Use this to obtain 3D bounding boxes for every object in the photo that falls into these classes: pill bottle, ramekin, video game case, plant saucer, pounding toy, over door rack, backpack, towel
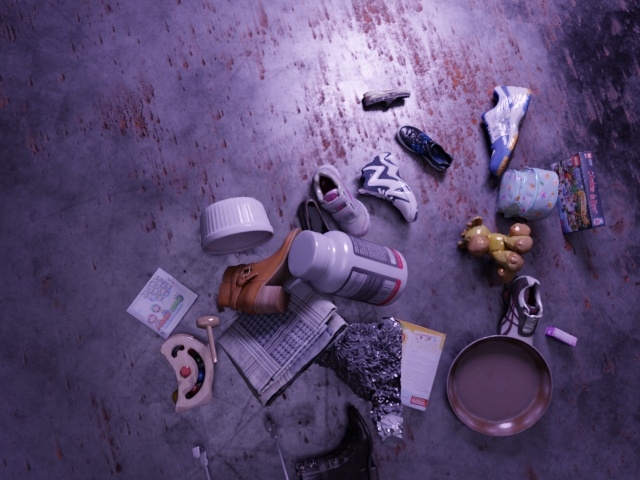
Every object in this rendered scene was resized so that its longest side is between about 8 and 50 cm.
[{"bbox_3d":[0.075,0.073,1.491,0.319,0.176,0.176,18,81,-34],"label":"pill bottle"},{"bbox_3d":[-0.243,-0.043,1.516,0.207,0.207,0.109,-12,77,-8],"label":"ramekin"},{"bbox_3d":[-0.459,0.183,1.553,0.143,0.019,0.157,36,81,-2],"label":"video game case"},{"bbox_3d":[0.534,0.432,1.607,0.311,0.050,0.310,0,96,3],"label":"plant saucer"},{"bbox_3d":[-0.369,0.341,1.474,0.154,0.155,0.269,6,83,-14],"label":"pounding toy"},{"bbox_3d":[-0.188,0.696,1.488,0.240,0.108,0.324,-21,73,-2],"label":"over door rack"},{"bbox_3d":[0.633,-0.142,1.628,0.144,0.188,0.165,13,88,-13],"label":"backpack"},{"bbox_3d":[-0.117,0.251,1.464,0.312,0.324,0.056,-44,131,-9],"label":"towel"}]

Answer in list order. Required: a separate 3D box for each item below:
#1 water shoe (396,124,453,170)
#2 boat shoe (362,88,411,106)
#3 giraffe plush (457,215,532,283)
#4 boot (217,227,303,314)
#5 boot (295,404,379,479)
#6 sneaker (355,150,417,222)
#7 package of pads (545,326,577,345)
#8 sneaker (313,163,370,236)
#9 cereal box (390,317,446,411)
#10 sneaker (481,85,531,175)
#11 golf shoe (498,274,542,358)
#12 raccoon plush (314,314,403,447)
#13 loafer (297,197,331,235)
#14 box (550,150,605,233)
[{"bbox_3d":[0.332,-0.302,1.671,0.203,0.080,0.073,36,81,-2],"label":"water shoe"},{"bbox_3d":[0.212,-0.448,1.689,0.152,0.056,0.049,-4,90,2],"label":"boat shoe"},{"bbox_3d":[0.517,0.008,1.616,0.171,0.210,0.181,21,106,1],"label":"giraffe plush"},{"bbox_3d":[-0.167,0.086,1.550,0.220,0.109,0.283,0,61,30],"label":"boot"},{"bbox_3d":[0.038,0.627,1.533,0.229,0.091,0.262,-12,88,-9],"label":"boot"},{"bbox_3d":[0.190,-0.143,1.633,0.153,0.094,0.235,-24,91,-4],"label":"sneaker"},{"bbox_3d":[0.757,0.302,1.676,0.083,0.050,0.032,26,81,-4],"label":"package of pads"},{"bbox_3d":[0.050,-0.113,1.588,0.103,0.111,0.252,-39,86,18],"label":"sneaker"},{"bbox_3d":[0.263,0.373,1.608,0.173,0.047,0.240,18,83,-3],"label":"cereal box"},{"bbox_3d":[0.573,-0.353,1.710,0.131,0.112,0.296,17,83,16],"label":"sneaker"},{"bbox_3d":[0.617,0.241,1.632,0.105,0.120,0.272,2,85,-9],"label":"golf shoe"},{"bbox_3d":[0.063,0.327,1.409,0.299,0.446,0.216,4,104,4],"label":"raccoon plush"},{"bbox_3d":[0.000,0.000,1.596,0.096,0.084,0.267,-22,87,-9],"label":"loafer"},{"bbox_3d":[0.804,-0.146,1.674,0.044,0.159,0.233,-7,85,-8],"label":"box"}]
